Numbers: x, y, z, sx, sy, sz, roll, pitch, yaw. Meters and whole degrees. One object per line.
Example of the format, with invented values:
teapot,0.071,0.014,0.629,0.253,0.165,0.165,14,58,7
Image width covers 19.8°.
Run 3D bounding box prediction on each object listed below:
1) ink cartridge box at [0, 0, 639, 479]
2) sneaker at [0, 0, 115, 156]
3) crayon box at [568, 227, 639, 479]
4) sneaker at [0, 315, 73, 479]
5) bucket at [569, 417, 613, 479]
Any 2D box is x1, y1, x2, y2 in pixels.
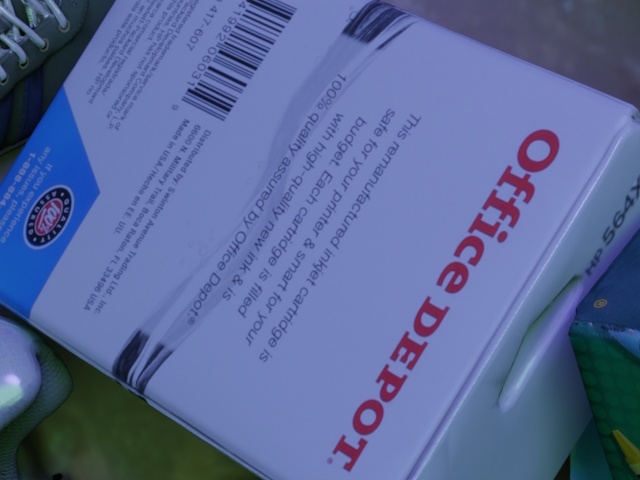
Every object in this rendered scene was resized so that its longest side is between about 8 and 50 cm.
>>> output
ink cartridge box,0.000,0.000,0.600,0.203,0.086,0.148,29,85,36
sneaker,-0.129,-0.055,0.639,0.192,0.086,0.064,-39,94,-6
crayon box,0.218,-0.017,0.550,0.278,0.165,0.081,-46,129,-36
sneaker,-0.145,0.160,0.615,0.118,0.110,0.292,2,90,6
bucket,0.219,0.132,0.576,0.281,0.281,0.183,-23,122,-7
